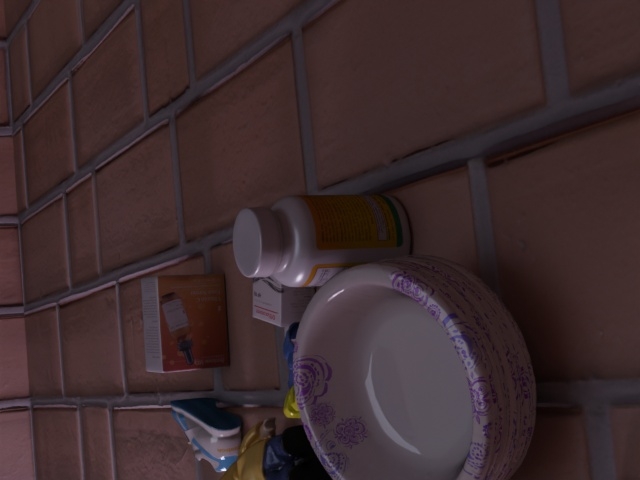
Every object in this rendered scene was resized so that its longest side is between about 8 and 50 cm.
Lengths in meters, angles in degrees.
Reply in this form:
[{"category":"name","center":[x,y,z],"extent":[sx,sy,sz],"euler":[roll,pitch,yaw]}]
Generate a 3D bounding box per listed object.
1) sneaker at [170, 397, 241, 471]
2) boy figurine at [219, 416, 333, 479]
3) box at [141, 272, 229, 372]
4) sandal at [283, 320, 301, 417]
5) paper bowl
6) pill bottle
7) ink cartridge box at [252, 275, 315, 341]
[{"category":"sneaker","center":[-0.212,0.342,1.946],"extent":[0.229,0.087,0.092],"euler":[-160,68,-62]},{"category":"boy figurine","center":[-0.077,0.371,1.685],"extent":[0.285,0.092,0.177],"euler":[-42,56,57]},{"category":"box","center":[-0.243,0.147,1.942],"extent":[0.091,0.130,0.170],"euler":[-9,84,61]},{"category":"sandal","center":[0.024,0.139,1.449],"extent":[0.317,0.126,0.138],"euler":[-42,52,54]},{"category":"paper bowl","center":[0.113,0.157,1.200],"extent":[0.284,0.148,0.284],"euler":[10,104,43]},{"category":"pill bottle","center":[0.000,0.000,1.382],"extent":[0.118,0.208,0.117],"euler":[9,100,62]},{"category":"ink cartridge box","center":[-0.057,0.071,1.656],"extent":[0.104,0.060,0.180],"euler":[10,101,61]}]
